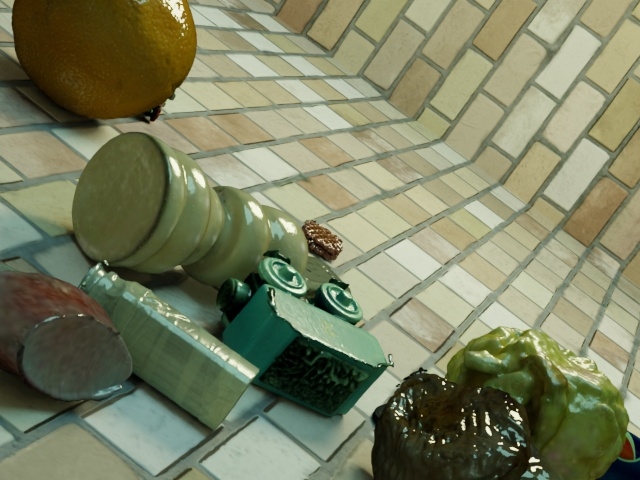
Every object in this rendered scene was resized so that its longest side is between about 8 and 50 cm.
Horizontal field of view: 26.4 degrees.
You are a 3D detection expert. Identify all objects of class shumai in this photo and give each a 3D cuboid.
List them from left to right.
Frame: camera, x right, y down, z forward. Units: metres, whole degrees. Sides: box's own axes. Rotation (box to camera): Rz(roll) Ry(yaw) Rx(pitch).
[{"bbox_3d":[0.158,0.270,1.500,0.218,0.184,0.185,13,-52,53],"label":"shumai"}]

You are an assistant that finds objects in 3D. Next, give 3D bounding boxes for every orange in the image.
[{"bbox_3d":[-0.306,-0.295,1.962,0.264,0.264,0.264,33,15,-10],"label":"orange"}]

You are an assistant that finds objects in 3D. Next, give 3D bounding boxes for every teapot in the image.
[{"bbox_3d":[-0.162,0.101,1.398,0.200,0.077,0.107,36,11,1],"label":"teapot"}]

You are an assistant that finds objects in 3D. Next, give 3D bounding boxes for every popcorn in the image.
[{"bbox_3d":[0.246,0.218,1.668,0.259,0.212,0.259,21,15,-6],"label":"popcorn"}]

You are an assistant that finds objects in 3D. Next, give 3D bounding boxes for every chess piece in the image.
[{"bbox_3d":[-0.140,-0.009,1.654,0.300,0.167,0.167,25,18,-47],"label":"chess piece"}]

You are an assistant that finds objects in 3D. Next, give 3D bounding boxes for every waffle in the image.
[{"bbox_3d":[0.000,0.000,2.143,0.075,0.029,0.083,29,19,-12],"label":"waffle"}]

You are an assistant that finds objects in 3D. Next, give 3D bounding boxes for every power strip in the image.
[{"bbox_3d":[-0.039,0.049,1.899,0.092,0.034,0.268,44,17,31],"label":"power strip"}]

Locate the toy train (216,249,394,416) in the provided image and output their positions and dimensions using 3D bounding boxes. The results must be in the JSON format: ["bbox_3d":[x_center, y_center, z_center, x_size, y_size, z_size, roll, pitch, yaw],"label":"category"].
[{"bbox_3d":[-0.023,0.114,1.604,0.203,0.112,0.163,25,25,-30],"label":"toy train"}]

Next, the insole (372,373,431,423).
[{"bbox_3d":[0.135,0.222,1.795,0.110,0.012,0.309,41,16,15],"label":"insole"}]

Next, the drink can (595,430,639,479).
[{"bbox_3d":[0.397,0.313,1.885,0.205,0.118,0.118,30,16,-13],"label":"drink can"}]

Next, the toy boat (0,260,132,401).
[{"bbox_3d":[-0.307,0.047,1.283,0.282,0.096,0.206,30,4,31],"label":"toy boat"}]

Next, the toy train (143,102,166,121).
[{"bbox_3d":[-0.273,-0.248,2.200,0.050,0.087,0.138,26,17,-22],"label":"toy train"}]
